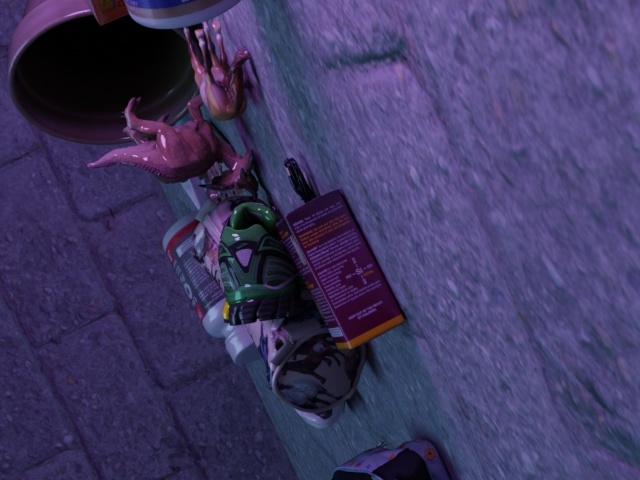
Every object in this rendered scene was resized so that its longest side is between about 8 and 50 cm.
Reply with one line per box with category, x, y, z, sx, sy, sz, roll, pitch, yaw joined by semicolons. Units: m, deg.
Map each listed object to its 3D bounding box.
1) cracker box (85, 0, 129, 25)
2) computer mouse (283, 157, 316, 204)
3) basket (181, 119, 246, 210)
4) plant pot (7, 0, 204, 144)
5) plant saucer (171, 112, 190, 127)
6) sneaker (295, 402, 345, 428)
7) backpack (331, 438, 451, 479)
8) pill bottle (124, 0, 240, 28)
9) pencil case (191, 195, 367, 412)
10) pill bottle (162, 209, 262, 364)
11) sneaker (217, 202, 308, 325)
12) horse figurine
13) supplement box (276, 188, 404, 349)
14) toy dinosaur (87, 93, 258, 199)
cracker box;-0.315;-0.449;1.600;0.232;0.155;0.067;57;167;32
computer mouse;0.000;0.000;1.434;0.242;0.041;0.071;64;-177;2
basket;-0.221;-0.143;1.998;0.167;0.103;0.113;50;163;53
plant pot;-0.373;-0.369;1.785;0.323;0.323;0.280;81;176;-57
plant saucer;-0.350;-0.335;2.322;0.317;0.043;0.317;60;167;22
sneaker;0.007;0.303;1.991;0.118;0.110;0.292;58;178;-11
backpack;0.108;0.375;1.513;0.188;0.144;0.166;-20;98;56
pill bottle;-0.179;-0.380;1.142;0.153;0.153;0.265;50;162;51
pencil case;-0.080;0.087;1.707;0.183;0.160;0.410;51;-178;-45
pill bottle;-0.195;0.096;2.228;0.318;0.176;0.176;60;168;21
sneaker;-0.068;0.009;1.498;0.343;0.134;0.146;-74;-23;-79
horse figurine;-0.152;-0.243;1.556;0.263;0.066;0.174;-136;28;-66
supplement box;0.023;0.040;1.340;0.188;0.081;0.104;63;170;2
toy dinosaur;-0.219;-0.138;1.716;0.127;0.295;0.200;-42;74;48
